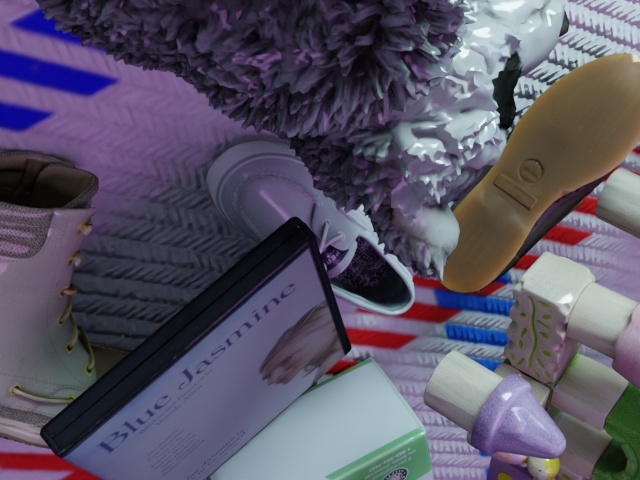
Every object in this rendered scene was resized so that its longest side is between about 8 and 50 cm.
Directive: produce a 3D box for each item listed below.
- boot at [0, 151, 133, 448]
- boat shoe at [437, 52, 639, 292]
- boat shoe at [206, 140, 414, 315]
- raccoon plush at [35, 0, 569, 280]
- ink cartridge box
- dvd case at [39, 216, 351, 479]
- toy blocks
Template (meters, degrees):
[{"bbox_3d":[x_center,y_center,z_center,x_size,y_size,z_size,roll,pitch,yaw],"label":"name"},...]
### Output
[{"bbox_3d":[-0.156,0.036,0.708,0.213,0.077,0.165,11,115,-37],"label":"boot"},{"bbox_3d":[0.154,-0.048,0.848,0.207,0.073,0.073,-45,173,10],"label":"boat shoe"},{"bbox_3d":[0.000,0.000,0.784,0.066,0.063,0.184,-43,135,4],"label":"boat shoe"},{"bbox_3d":[-0.087,-0.125,0.606,0.446,0.216,0.299,4,142,0],"label":"raccoon plush"},{"bbox_3d":[0.009,0.218,0.942,0.154,0.093,0.212,-25,136,-14],"label":"ink cartridge box"},{"bbox_3d":[-0.062,0.090,0.752,0.180,0.022,0.253,-40,161,-8],"label":"dvd case"},{"bbox_3d":[0.237,0.167,0.841,0.309,0.260,0.289,-41,148,-34],"label":"toy blocks"}]
